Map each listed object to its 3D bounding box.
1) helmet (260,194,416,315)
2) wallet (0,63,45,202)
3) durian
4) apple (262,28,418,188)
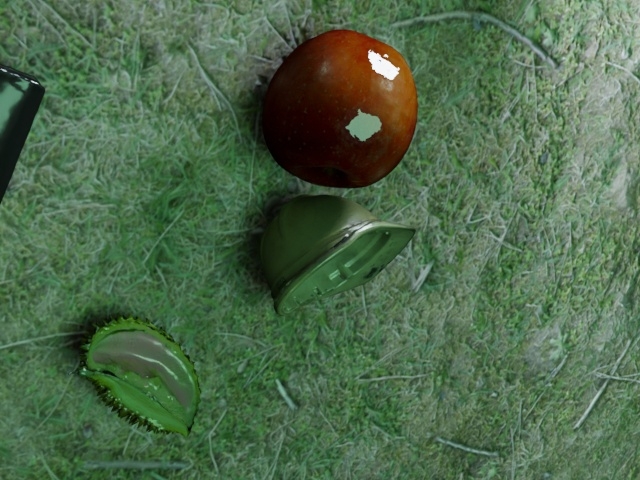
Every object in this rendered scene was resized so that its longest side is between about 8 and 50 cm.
[{"bbox_3d":[0.001,-0.004,1.990,0.257,0.137,0.204,-18,156,-47],"label":"helmet"},{"bbox_3d":[-0.506,-0.042,1.654,0.228,0.062,0.406,17,97,-39],"label":"wallet"},{"bbox_3d":[-0.268,0.187,1.900,0.220,0.095,0.137,40,47,-37],"label":"durian"},{"bbox_3d":[0.028,-0.180,1.886,0.218,0.218,0.201,33,62,-40],"label":"apple"}]
